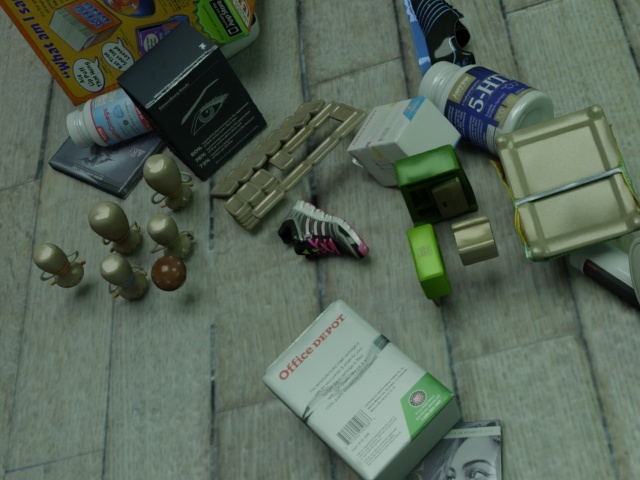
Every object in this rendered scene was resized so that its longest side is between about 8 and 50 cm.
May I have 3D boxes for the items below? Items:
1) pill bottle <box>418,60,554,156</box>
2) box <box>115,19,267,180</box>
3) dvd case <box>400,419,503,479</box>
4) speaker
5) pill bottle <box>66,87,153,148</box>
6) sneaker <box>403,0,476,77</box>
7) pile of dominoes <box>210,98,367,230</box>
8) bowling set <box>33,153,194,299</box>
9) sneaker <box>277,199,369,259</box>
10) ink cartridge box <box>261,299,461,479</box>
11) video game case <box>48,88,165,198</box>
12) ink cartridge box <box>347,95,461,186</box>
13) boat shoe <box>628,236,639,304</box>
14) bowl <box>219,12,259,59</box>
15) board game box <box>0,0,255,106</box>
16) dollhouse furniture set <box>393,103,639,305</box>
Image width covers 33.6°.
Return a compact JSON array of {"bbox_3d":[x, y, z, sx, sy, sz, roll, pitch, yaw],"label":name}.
[{"bbox_3d":[0.240,-0.197,1.576,0.186,0.112,0.112,31,73,37],"label":"pill bottle"},{"bbox_3d":[-0.207,-0.226,1.732,0.153,0.207,0.108,-42,51,-8],"label":"box"},{"bbox_3d":[0.144,0.330,1.307,0.164,0.018,0.221,-8,54,19],"label":"dvd case"},{"bbox_3d":[0.390,0.044,1.375,0.055,0.055,0.136,-43,51,-9],"label":"speaker"},{"bbox_3d":[-0.353,-0.214,1.837,0.160,0.087,0.087,-18,52,12],"label":"pill bottle"},{"bbox_3d":[0.192,-0.357,1.736,0.090,0.081,0.232,-15,59,10],"label":"sneaker"},{"bbox_3d":[-0.049,-0.124,1.687,0.251,0.040,0.196,-44,29,-7],"label":"pile of dominoes"},{"bbox_3d":[-0.281,0.028,1.654,0.287,0.154,0.200,-37,69,-6],"label":"bowling set"},{"bbox_3d":[0.000,0.000,1.577,0.170,0.063,0.075,28,71,41],"label":"sneaker"},{"bbox_3d":[0.051,0.199,1.355,0.153,0.087,0.208,-44,60,-10],"label":"ink cartridge box"},{"bbox_3d":[-0.339,-0.211,1.901,0.196,0.026,0.274,22,67,34],"label":"video game case"},{"bbox_3d":[0.118,-0.145,1.583,0.143,0.090,0.092,-2,50,58],"label":"ink cartridge box"},{"bbox_3d":[0.456,0.100,1.255,0.079,0.095,0.255,-22,67,-14],"label":"boat shoe"},{"bbox_3d":[-0.182,-0.379,1.930,0.142,0.053,0.142,-34,50,-1],"label":"bowl"},{"bbox_3d":[-0.344,-0.522,1.843,0.356,0.357,0.356,-18,38,18],"label":"board game box"},{"bbox_3d":[0.271,-0.037,1.443,0.301,0.151,0.198,-17,64,10],"label":"dollhouse furniture set"}]
